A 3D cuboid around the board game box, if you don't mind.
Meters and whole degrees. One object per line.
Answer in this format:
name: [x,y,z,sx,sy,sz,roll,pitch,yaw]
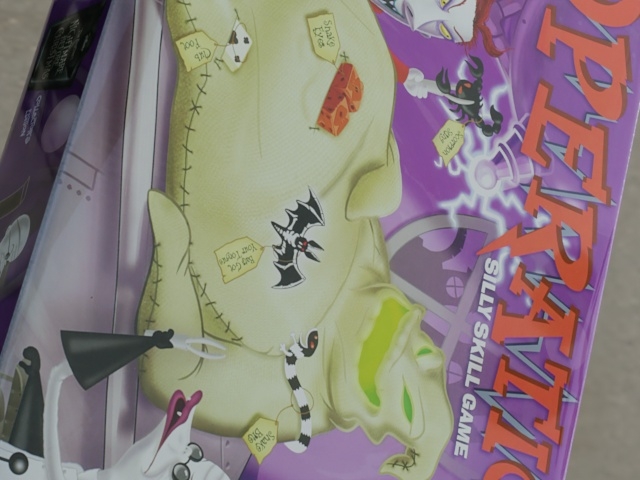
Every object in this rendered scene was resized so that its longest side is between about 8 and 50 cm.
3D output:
board game box: [0.000,0.000,0.623,0.208,0.056,0.346,29,65,-34]
